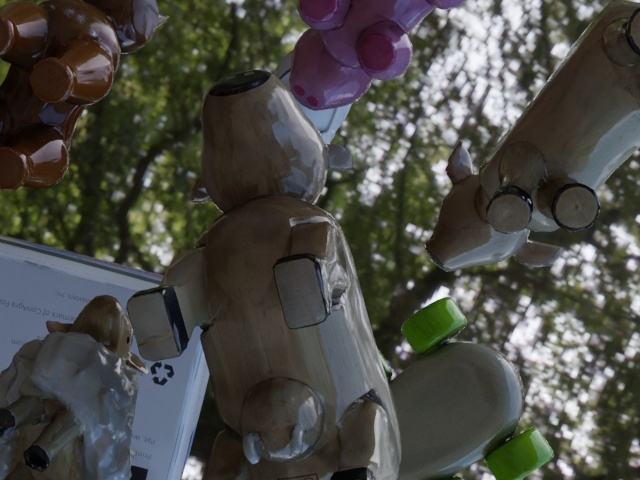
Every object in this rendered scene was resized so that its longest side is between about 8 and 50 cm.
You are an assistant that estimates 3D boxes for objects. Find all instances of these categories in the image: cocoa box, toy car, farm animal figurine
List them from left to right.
[{"bbox_3d":[-0.276,0.116,0.975,0.228,0.347,0.231,-149,-107,-88],"label":"cocoa box"},{"bbox_3d":[0.000,0.000,0.546,0.172,0.330,0.326,-49,144,-74],"label":"farm animal figurine"},{"bbox_3d":[0.118,0.148,0.986,0.149,0.188,0.155,-36,-104,14],"label":"toy car"}]

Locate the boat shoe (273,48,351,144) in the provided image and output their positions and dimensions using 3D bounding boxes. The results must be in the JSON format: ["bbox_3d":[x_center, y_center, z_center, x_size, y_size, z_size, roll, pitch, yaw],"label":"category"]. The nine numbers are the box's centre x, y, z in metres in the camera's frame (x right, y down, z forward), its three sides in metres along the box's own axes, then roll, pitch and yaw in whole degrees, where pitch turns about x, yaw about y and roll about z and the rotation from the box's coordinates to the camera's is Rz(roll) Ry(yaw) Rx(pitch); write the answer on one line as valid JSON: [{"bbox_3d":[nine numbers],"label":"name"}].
[{"bbox_3d":[-0.034,-0.111,1.255,0.267,0.096,0.088,-48,-148,46],"label":"boat shoe"}]
